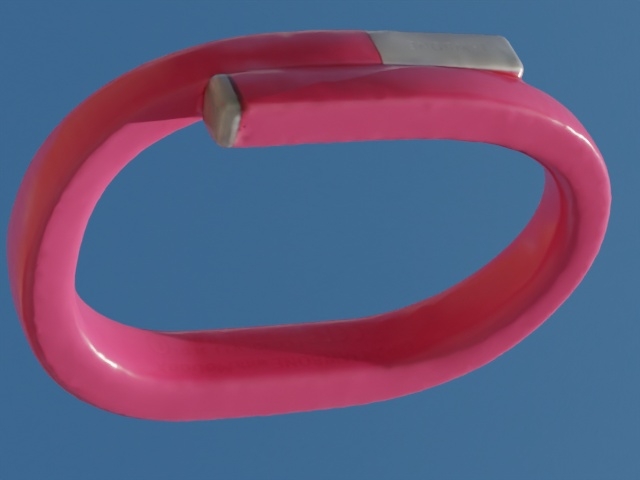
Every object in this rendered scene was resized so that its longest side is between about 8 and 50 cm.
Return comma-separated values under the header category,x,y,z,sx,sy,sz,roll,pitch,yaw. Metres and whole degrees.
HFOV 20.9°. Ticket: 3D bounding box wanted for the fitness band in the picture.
category,x,y,z,sx,sy,sz,roll,pitch,yaw
fitness band,0.000,0.000,0.815,0.291,0.054,0.209,-2,-47,-24
